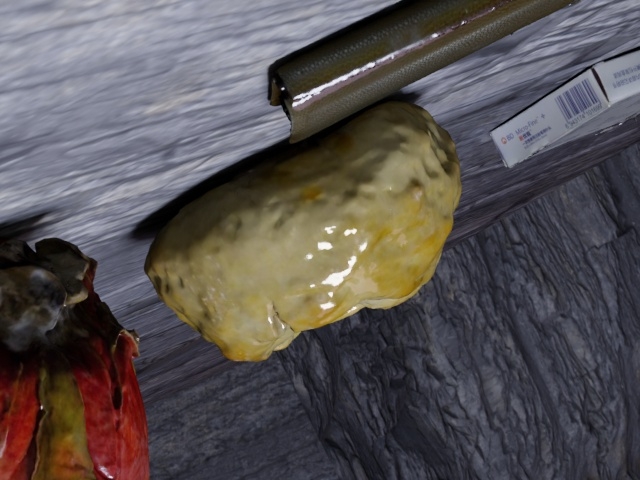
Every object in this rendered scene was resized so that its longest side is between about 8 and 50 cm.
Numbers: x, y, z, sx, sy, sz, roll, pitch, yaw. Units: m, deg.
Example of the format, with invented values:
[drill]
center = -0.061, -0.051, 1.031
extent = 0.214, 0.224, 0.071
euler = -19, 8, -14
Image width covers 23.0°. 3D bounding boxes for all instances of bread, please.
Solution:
[bread]
center = 0.000, 0.000, 1.146
extent = 0.244, 0.134, 0.244
euler = -25, 177, -1

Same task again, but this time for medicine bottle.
[medicine bottle]
center = 0.299, -0.147, 1.627
extent = 0.201, 0.052, 0.171
euler = -22, 173, -37

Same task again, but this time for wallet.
[wallet]
center = 0.065, -0.116, 0.882
extent = 0.198, 0.031, 0.110
euler = -27, 175, -5

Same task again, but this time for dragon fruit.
[dragon fruit]
center = -0.179, 0.073, 0.885
extent = 0.148, 0.224, 0.218
euler = -62, -155, 12
